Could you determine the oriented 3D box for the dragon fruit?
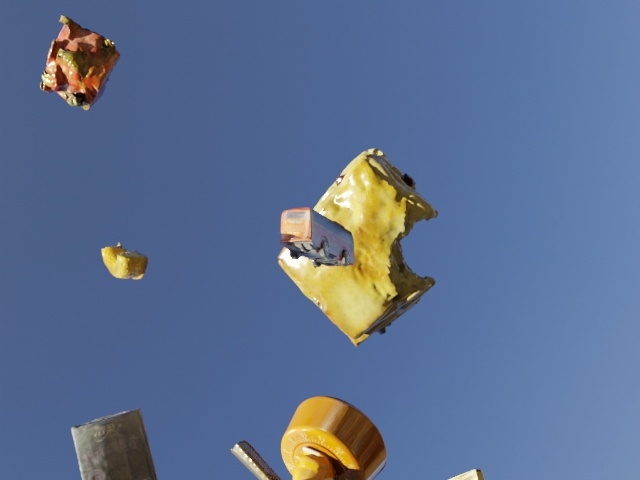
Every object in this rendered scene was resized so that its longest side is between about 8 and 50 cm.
[{"bbox_3d":[-0.390,-0.262,1.063,0.102,0.147,0.096,31,-128,-5],"label":"dragon fruit"}]

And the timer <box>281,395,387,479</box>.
[{"bbox_3d":[-0.009,0.283,0.802,0.152,0.132,0.132,-43,-53,-50],"label":"timer"}]

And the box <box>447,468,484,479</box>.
[{"bbox_3d":[0.223,0.441,1.130,0.020,0.073,0.149,15,-41,-32],"label":"box"}]

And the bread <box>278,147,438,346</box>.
[{"bbox_3d":[0.087,0.035,1.395,0.314,0.191,0.370,46,-60,3],"label":"bread"}]

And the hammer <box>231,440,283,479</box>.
[{"bbox_3d":[-0.009,0.358,0.839,0.125,0.297,0.027,4,-58,-57],"label":"hammer"}]

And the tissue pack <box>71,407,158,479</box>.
[{"bbox_3d":[-0.325,0.358,1.074,0.112,0.051,0.156,-12,-101,-20],"label":"tissue pack"}]

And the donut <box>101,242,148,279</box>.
[{"bbox_3d":[-0.290,0.025,0.979,0.038,0.083,0.067,-13,-37,-39],"label":"donut"}]

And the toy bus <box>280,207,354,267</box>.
[{"bbox_3d":[0.000,0.000,1.102,0.192,0.065,0.077,26,-117,-64],"label":"toy bus"}]
